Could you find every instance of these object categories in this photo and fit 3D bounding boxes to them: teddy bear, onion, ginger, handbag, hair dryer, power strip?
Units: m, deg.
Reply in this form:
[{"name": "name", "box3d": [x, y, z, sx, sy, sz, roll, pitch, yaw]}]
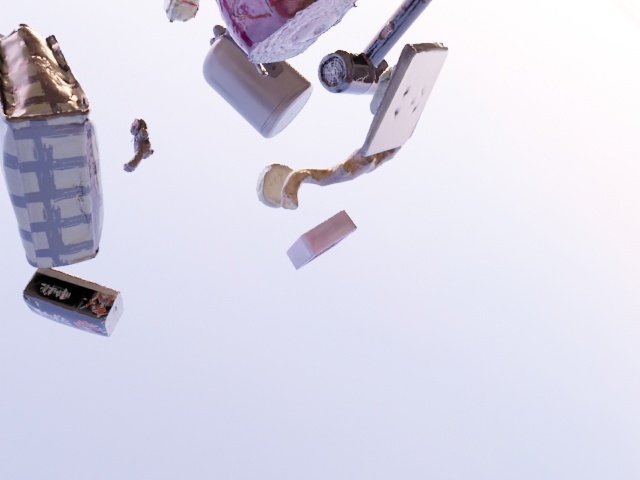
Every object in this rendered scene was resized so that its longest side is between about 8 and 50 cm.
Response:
[{"name": "teddy bear", "box3d": [-0.522, -0.277, 1.778, 0.077, 0.119, 0.161, 10, -97, -23]}, {"name": "onion", "box3d": [-0.071, -0.454, 1.047, 0.231, 0.272, 0.256, 67, -161, -3]}, {"name": "ginger", "box3d": [0.047, -0.143, 1.189, 0.288, 0.089, 0.075, -25, -100, -10]}, {"name": "handbag", "box3d": [-0.505, -0.173, 1.123, 0.162, 0.325, 0.327, -12, -133, -26]}, {"name": "hair dryer", "box3d": [0.149, -0.480, 1.404, 0.189, 0.352, 0.107, -18, -114, -52]}, {"name": "power strip", "box3d": [0.131, -0.253, 1.047, 0.064, 0.198, 0.213, 31, -153, 17]}]

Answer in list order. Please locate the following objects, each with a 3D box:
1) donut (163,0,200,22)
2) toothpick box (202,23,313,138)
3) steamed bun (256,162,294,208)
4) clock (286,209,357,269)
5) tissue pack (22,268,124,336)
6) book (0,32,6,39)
[{"name": "donut", "box3d": [-0.279, -0.539, 1.272, 0.068, 0.175, 0.175, 10, -132, -26]}, {"name": "toothpick box", "box3d": [-0.192, -0.468, 1.718, 0.316, 0.229, 0.229, 43, -142, -1]}, {"name": "steamed bun", "box3d": [-0.128, -0.156, 1.764, 0.112, 0.091, 0.130, 16, -95, -20]}, {"name": "clock", "box3d": [0.000, 0.000, 1.613, 0.150, 0.197, 0.063, -32, -94, -20]}, {"name": "tissue pack", "box3d": [-0.491, 0.123, 1.219, 0.170, 0.103, 0.091, 20, -123, -1]}, {"name": "book", "box3d": [-0.825, -0.449, 1.544, 0.231, 0.022, 0.162, 30, -117, -43]}]
